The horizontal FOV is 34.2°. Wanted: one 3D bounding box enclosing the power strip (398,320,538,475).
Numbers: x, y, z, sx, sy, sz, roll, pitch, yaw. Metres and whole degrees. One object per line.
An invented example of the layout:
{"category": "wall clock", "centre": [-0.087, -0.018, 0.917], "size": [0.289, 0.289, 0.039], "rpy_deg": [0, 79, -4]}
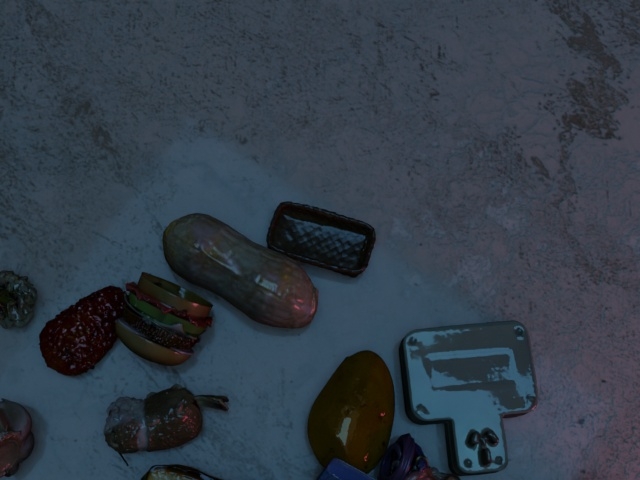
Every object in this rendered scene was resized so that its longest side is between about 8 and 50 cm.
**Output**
{"category": "power strip", "centre": [0.267, 0.277, 1.829], "size": [0.230, 0.141, 0.261], "rpy_deg": [-4, 75, -3]}

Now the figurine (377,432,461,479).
{"category": "figurine", "centre": [0.170, 0.421, 1.804], "size": [0.157, 0.126, 0.114], "rpy_deg": [43, 48, -7]}

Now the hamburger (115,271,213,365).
{"category": "hamburger", "centre": [-0.278, 0.144, 1.818], "size": [0.175, 0.175, 0.136], "rpy_deg": [27, 93, 3]}

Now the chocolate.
{"category": "chocolate", "centre": [-0.143, 0.054, 1.853], "size": [0.309, 0.134, 0.134], "rpy_deg": [31, 77, 3]}

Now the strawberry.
{"category": "strawberry", "centre": [-0.419, 0.151, 1.843], "size": [0.121, 0.082, 0.188], "rpy_deg": [38, 81, 8]}

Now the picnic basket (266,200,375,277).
{"category": "picnic basket", "centre": [0.000, 0.000, 1.912], "size": [0.193, 0.055, 0.110], "rpy_deg": [17, 70, 1]}

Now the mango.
{"category": "mango", "centre": [0.056, 0.301, 1.822], "size": [0.147, 0.109, 0.227], "rpy_deg": [12, 76, 1]}

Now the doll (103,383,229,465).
{"category": "doll", "centre": [-0.267, 0.304, 1.803], "size": [0.221, 0.105, 0.114], "rpy_deg": [-19, 116, -8]}

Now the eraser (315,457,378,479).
{"category": "eraser", "centre": [0.124, 0.492, 1.772], "size": [0.312, 0.144, 0.042], "rpy_deg": [29, 41, 4]}

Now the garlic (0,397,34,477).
{"category": "garlic", "centre": [-0.577, 0.335, 1.784], "size": [0.194, 0.127, 0.131], "rpy_deg": [13, 100, 30]}

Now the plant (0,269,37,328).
{"category": "plant", "centre": [-0.560, 0.104, 1.827], "size": [0.117, 0.122, 0.104], "rpy_deg": [12, 88, -8]}

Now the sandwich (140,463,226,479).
{"category": "sandwich", "centre": [-0.194, 0.528, 1.746], "size": [0.301, 0.099, 0.271], "rpy_deg": [16, 67, -6]}
